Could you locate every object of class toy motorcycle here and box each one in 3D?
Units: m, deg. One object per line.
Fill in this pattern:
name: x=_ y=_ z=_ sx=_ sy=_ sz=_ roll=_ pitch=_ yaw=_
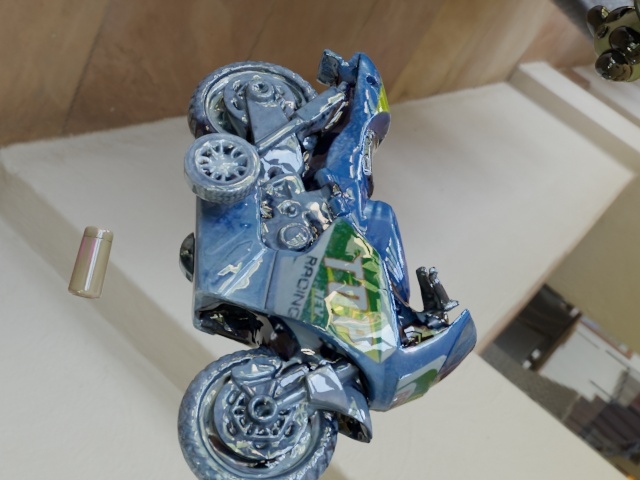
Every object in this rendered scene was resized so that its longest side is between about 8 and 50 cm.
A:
toy motorcycle: x=0.000 y=0.000 z=0.383 sx=0.136 sy=0.254 sz=0.092 roll=2 pitch=146 yaw=-11

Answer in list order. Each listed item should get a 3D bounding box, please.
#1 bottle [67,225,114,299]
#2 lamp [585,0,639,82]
bottle: x=-0.312 y=0.030 z=1.063 sx=0.045 sy=0.045 sz=0.096 roll=64 pitch=35 yaw=-74
lamp: x=0.493 y=-0.325 z=1.075 sx=0.244 sy=0.197 sz=0.198 roll=-35 pitch=178 yaw=39
